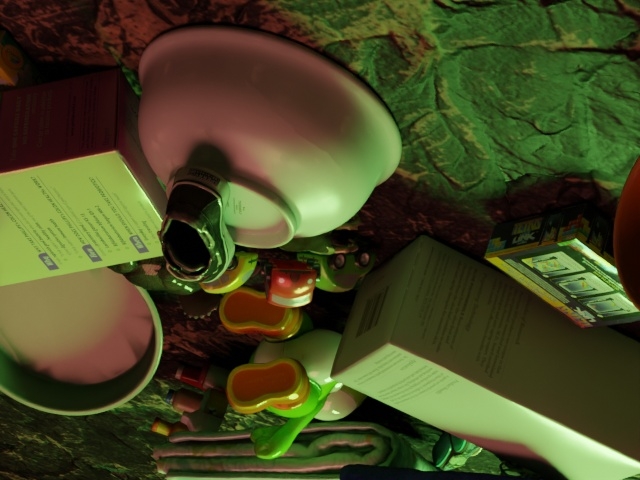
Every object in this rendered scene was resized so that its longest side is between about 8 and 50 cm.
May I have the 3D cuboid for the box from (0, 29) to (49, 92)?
[{"bbox_3d":[-0.370,-0.184,1.651,0.105,0.043,0.179,6,154,27],"label":"box"}]

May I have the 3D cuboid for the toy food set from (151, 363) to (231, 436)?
[{"bbox_3d":[-0.200,0.256,2.312,0.104,0.111,0.232,20,157,-1],"label":"toy food set"}]

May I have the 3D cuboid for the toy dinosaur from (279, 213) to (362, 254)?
[{"bbox_3d":[0.000,0.000,1.660,0.092,0.053,0.183,-14,-160,-24],"label":"toy dinosaur"}]

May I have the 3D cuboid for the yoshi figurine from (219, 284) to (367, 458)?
[{"bbox_3d":[-0.052,0.173,1.943,0.203,0.203,0.362,41,-179,23],"label":"yoshi figurine"}]

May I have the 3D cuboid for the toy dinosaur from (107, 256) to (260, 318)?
[{"bbox_3d":[-0.223,0.013,1.845,0.313,0.121,0.160,22,148,-11],"label":"toy dinosaur"}]

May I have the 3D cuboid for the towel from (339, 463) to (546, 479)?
[{"bbox_3d":[0.202,0.357,1.914,0.308,0.076,0.227,-3,160,38],"label":"towel"}]

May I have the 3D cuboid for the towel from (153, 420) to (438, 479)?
[{"bbox_3d":[-0.024,0.339,2.189,0.374,0.090,0.320,-2,163,17],"label":"towel"}]

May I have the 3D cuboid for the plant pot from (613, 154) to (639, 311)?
[{"bbox_3d":[0.401,-0.001,1.304,0.188,0.205,0.205,17,159,-31],"label":"plant pot"}]

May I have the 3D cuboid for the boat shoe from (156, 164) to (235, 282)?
[{"bbox_3d":[-0.136,0.002,1.505,0.077,0.070,0.219,17,155,6],"label":"boat shoe"}]

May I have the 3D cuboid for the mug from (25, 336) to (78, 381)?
[{"bbox_3d":[-0.388,0.130,2.182,0.097,0.129,0.158,-37,113,23],"label":"mug"}]

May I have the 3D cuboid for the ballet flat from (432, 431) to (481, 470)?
[{"bbox_3d":[0.217,0.292,2.158,0.070,0.070,0.188,21,156,-3],"label":"ballet flat"}]

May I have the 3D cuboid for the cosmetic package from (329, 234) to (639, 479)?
[{"bbox_3d":[0.222,0.159,1.770,0.365,0.155,0.197,26,154,-14],"label":"cosmetic package"}]

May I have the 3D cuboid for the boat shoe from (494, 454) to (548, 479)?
[{"bbox_3d":[0.277,0.276,1.951,0.095,0.079,0.254,-39,95,30],"label":"boat shoe"}]

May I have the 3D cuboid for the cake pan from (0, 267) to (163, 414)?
[{"bbox_3d":[-0.363,0.114,2.065,0.293,0.054,0.293,3,120,5],"label":"cake pan"}]

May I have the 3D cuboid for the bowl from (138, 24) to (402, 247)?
[{"bbox_3d":[-0.073,-0.084,1.530,0.298,0.134,0.298,16,154,8],"label":"bowl"}]

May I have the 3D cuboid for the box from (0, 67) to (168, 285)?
[{"bbox_3d":[-0.302,-0.067,1.659,0.243,0.117,0.213,-11,146,12],"label":"box"}]

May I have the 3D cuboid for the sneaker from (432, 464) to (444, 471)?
[{"bbox_3d":[0.118,0.407,2.423,0.296,0.112,0.131,24,172,-4],"label":"sneaker"}]

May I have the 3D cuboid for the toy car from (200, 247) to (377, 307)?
[{"bbox_3d":[-0.026,0.039,1.702,0.225,0.053,0.239,-3,-173,-40],"label":"toy car"}]

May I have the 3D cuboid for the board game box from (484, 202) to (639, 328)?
[{"bbox_3d":[0.289,0.031,1.593,0.170,0.048,0.141,34,153,-28],"label":"board game box"}]
